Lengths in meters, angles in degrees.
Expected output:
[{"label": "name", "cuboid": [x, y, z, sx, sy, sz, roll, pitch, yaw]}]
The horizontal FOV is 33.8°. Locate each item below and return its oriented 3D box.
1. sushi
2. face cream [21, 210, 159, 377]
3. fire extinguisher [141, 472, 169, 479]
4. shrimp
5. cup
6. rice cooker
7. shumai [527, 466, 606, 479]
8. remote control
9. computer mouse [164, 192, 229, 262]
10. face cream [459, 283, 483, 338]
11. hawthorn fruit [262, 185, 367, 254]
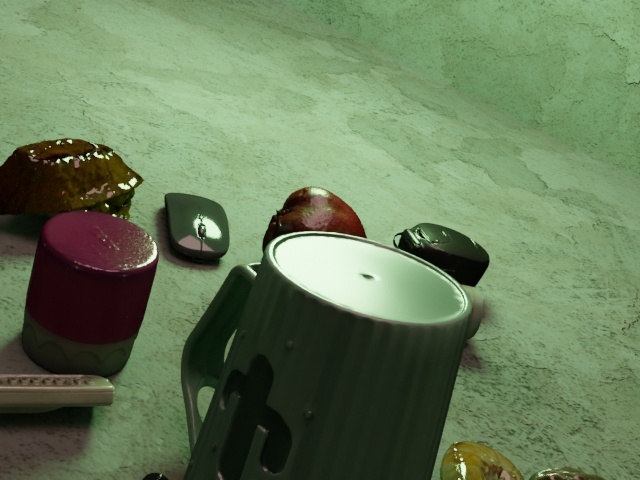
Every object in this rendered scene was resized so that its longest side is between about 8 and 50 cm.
[{"label": "sushi", "cuboid": [-0.454, -0.089, 1.879, 0.166, 0.179, 0.296, 14, 17, 30]}, {"label": "face cream", "cuboid": [-0.342, 0.079, 1.555, 0.175, 0.195, 0.175, 15, 28, -8]}, {"label": "fire extinguisher", "cuboid": [-0.233, 0.346, 1.269, 0.062, 0.050, 0.177, 40, 26, -1]}, {"label": "shrimp", "cuboid": [0.238, 0.384, 1.520, 0.152, 0.063, 0.287, 31, 24, -2]}, {"label": "cup", "cuboid": [-0.030, 0.202, 1.325, 0.400, 0.392, 0.310, 20, 19, 14]}, {"label": "rice cooker", "cuboid": [0.240, 0.038, 2.124, 0.203, 0.118, 0.142, 9, 28, -22]}, {"label": "shumai", "cuboid": [0.377, 0.397, 1.437, 0.218, 0.184, 0.185, 26, 25, 23]}, {"label": "remote control", "cuboid": [-0.398, 0.207, 1.422, 0.230, 0.049, 0.090, 4, 0, -28]}, {"label": "computer mouse", "cuboid": [-0.238, -0.037, 2.014, 0.120, 0.057, 0.232, 11, 27, -16]}, {"label": "face cream", "cuboid": [0.170, 0.113, 1.951, 0.251, 0.101, 0.101, 12, 26, -14]}, {"label": "hawthorn fruit", "cuboid": [0.000, 0.000, 1.983, 0.202, 0.185, 0.185, 28, 23, -18]}]
